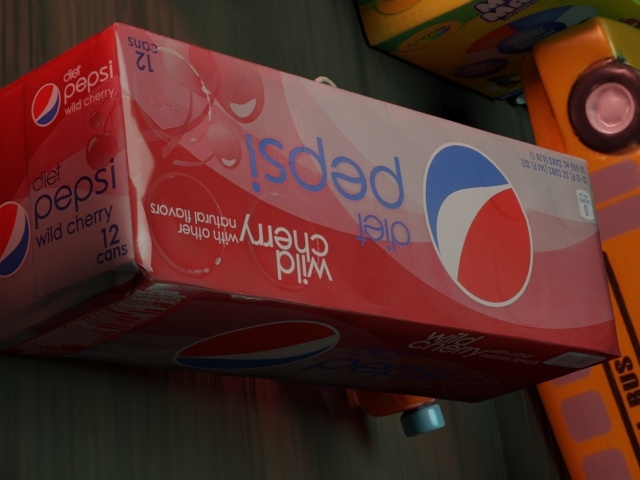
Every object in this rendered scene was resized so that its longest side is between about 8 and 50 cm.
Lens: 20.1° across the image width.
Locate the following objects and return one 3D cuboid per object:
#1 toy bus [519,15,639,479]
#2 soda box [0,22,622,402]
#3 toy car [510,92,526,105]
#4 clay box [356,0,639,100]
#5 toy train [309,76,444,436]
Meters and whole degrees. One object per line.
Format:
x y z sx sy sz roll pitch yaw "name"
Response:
0.187 0.044 1.046 0.108 0.130 0.333 -6 74 -64 "toy bus"
0.000 0.000 0.673 0.263 0.083 0.092 11 65 -46 "soda box"
0.198 -0.115 1.307 0.239 0.053 0.225 53 27 -28 "toy car"
0.110 -0.143 1.059 0.222 0.127 0.053 9 61 -62 "clay box"
-0.002 0.014 0.790 0.125 0.046 0.166 -14 84 -67 "toy train"
